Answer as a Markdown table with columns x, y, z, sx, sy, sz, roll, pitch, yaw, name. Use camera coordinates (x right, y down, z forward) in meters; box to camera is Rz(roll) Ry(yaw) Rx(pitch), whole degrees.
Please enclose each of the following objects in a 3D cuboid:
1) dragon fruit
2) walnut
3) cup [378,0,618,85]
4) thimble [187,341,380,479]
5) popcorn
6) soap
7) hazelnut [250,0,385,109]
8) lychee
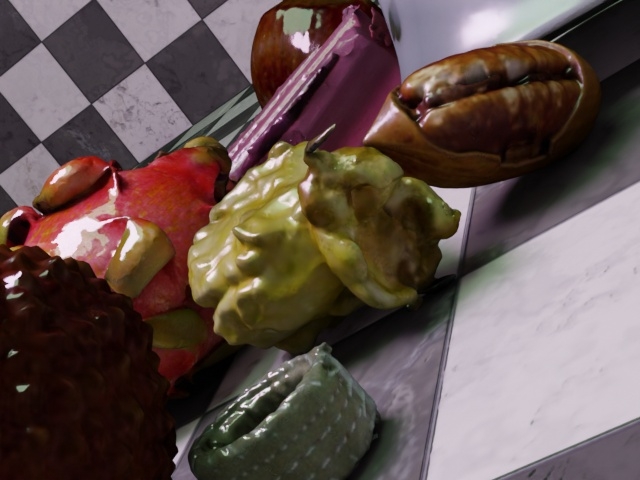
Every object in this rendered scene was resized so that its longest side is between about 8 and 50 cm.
| x | y | z | sx | sy | sz | roll | pitch | yaw | name |
| --- | --- | --- | --- | --- | --- | --- | --- | --- | --- |
| -0.160 | 0.021 | 0.894 | 0.243 | 0.227 | 0.307 | -31 | 12 | 5 | dragon fruit |
| 0.123 | -0.095 | 0.743 | 0.207 | 0.116 | 0.116 | -13 | 6 | -21 | walnut |
| 0.189 | -0.266 | 0.929 | 0.347 | 0.163 | 0.347 | -30 | 2 | 1 | cup |
| -0.020 | 0.116 | 0.579 | 0.110 | 0.062 | 0.084 | -40 | 13 | -10 | thimble |
| -0.009 | 0.005 | 0.724 | 0.168 | 0.173 | 0.195 | -29 | 15 | -26 | popcorn |
| -0.003 | -0.151 | 1.171 | 0.289 | 0.112 | 0.182 | -54 | 20 | -6 | soap |
| -0.007 | -0.253 | 1.431 | 0.218 | 0.218 | 0.234 | -44 | 16 | -23 | hazelnut |
| -0.215 | 0.141 | 0.549 | 0.304 | 0.276 | 0.275 | -51 | 18 | -18 | lychee |
